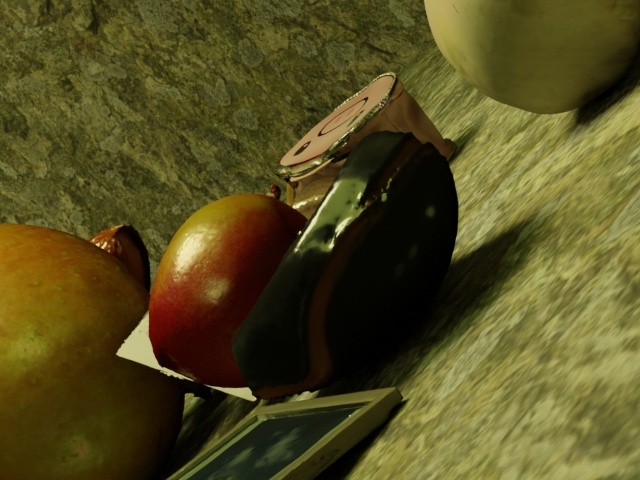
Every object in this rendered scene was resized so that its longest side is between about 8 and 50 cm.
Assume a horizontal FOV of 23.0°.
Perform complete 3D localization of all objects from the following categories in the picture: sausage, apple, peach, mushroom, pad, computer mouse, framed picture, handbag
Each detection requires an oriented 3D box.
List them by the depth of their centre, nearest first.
[{"bbox_3d":[-0.069,0.175,1.110,0.209,0.019,0.281,-37,6,-24],"label":"framed picture"},{"bbox_3d":[0.023,0.031,1.212,0.183,0.116,0.323,-52,-1,-22],"label":"computer mouse"},{"bbox_3d":[0.202,-0.233,1.266,0.234,0.254,0.260,-11,7,-6],"label":"mushroom"},{"bbox_3d":[-0.077,0.056,1.497,0.197,0.197,0.197,-47,5,5],"label":"peach"},{"bbox_3d":[-0.113,0.101,1.677,0.232,0.156,0.004,-59,-14,-67],"label":"pad"},{"bbox_3d":[-0.351,0.171,1.749,0.384,0.374,0.374,19,59,43],"label":"apple"},{"bbox_3d":[0.050,-0.098,1.832,0.205,0.116,0.179,-23,22,47],"label":"handbag"},{"bbox_3d":[-0.256,0.134,1.975,0.102,0.102,0.330,-56,-32,-61],"label":"sausage"}]

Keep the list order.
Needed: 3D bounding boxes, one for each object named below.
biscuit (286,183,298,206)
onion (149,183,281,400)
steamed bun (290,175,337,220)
[{"bbox_3d":[-0.010,-0.041,2.108,0.234,0.030,0.153,-11,-65,-73],"label":"biscuit"},{"bbox_3d":[-0.138,0.048,1.927,0.227,0.120,0.283,92,-159,-82],"label":"onion"},{"bbox_3d":[0.000,0.000,1.712,0.175,0.106,0.145,-48,4,17],"label":"steamed bun"}]
